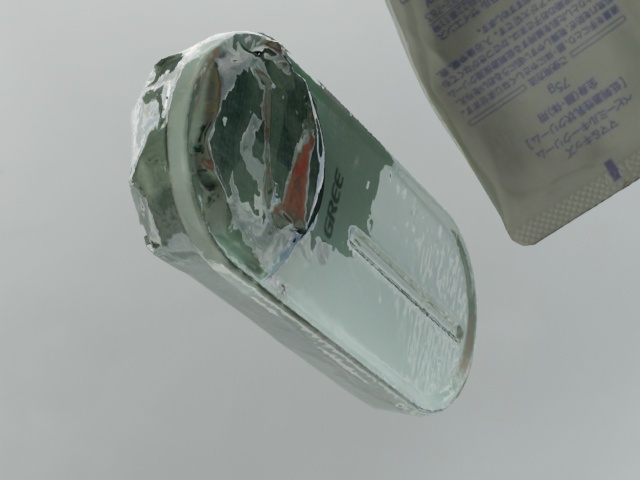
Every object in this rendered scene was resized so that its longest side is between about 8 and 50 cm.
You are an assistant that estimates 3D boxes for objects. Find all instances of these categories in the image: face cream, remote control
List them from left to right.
[{"bbox_3d":[0.000,0.000,0.706,0.052,0.247,0.104,-5,-119,32],"label":"remote control"},{"bbox_3d":[0.077,-0.118,0.731,0.114,0.070,0.224,-34,-93,23],"label":"face cream"}]
